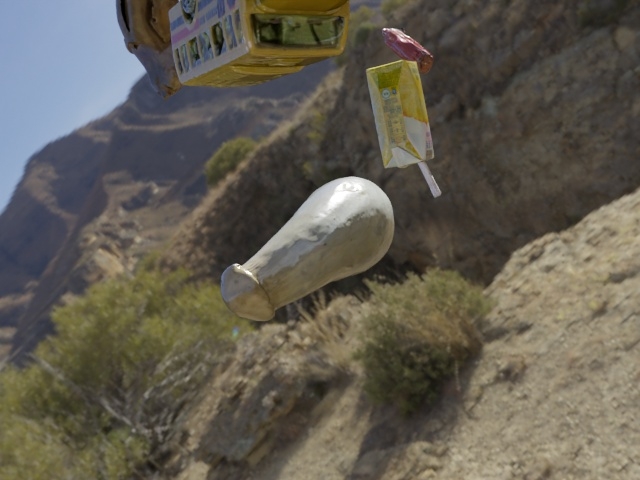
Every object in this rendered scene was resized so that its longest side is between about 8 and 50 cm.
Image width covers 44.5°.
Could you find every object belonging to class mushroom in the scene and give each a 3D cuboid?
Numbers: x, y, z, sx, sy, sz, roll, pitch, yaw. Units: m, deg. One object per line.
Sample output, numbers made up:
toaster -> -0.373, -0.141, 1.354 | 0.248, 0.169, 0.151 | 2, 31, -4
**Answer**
mushroom -> 0.000, 0.000, 0.810 | 0.118, 0.103, 0.270 | -43, -8, 30

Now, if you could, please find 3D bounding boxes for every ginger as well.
ginger -> -0.254, -0.382, 1.188 | 0.107, 0.133, 0.309 | -60, -17, -53

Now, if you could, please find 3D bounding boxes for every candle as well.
candle -> 0.157, -0.360, 1.434 | 0.048, 0.053, 0.162 | -39, 46, 3

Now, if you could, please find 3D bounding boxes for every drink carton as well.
drink carton -> 0.122, -0.156, 1.134 | 0.075, 0.199, 0.084 | -9, 6, 22

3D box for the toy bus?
toy bus -> -0.061, -0.227, 0.786 | 0.121, 0.122, 0.336 | -4, 6, -24
